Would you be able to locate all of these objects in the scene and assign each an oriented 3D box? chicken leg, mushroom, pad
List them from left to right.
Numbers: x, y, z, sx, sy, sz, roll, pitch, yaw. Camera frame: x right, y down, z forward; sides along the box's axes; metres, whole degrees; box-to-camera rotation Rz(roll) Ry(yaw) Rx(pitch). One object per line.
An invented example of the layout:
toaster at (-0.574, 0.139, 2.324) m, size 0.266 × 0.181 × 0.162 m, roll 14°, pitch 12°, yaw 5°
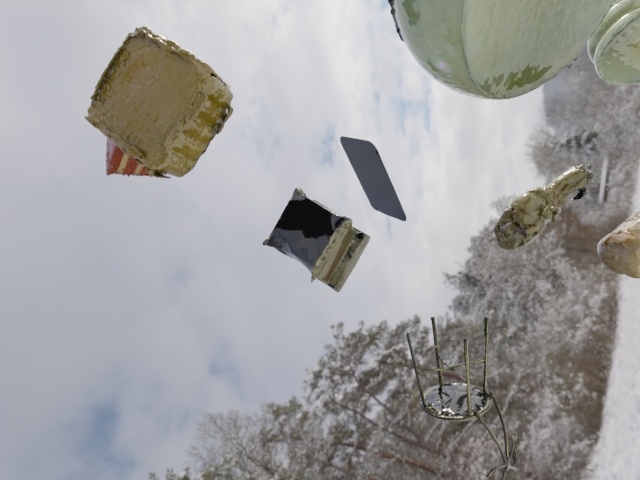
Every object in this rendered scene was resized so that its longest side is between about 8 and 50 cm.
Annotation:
pad at (0.147, -0.172, 1.335) m, size 0.004 × 0.181 × 0.267 m, roll -39°, pitch -59°, yaw -15°
chicken leg at (0.427, -0.068, 0.906) m, size 0.103 × 0.227 × 0.088 m, roll 30°, pitch -157°, yaw -55°
mushroom at (0.604, -0.058, 0.796) m, size 0.351 × 0.123 × 0.095 m, roll -34°, pitch -83°, yaw -16°

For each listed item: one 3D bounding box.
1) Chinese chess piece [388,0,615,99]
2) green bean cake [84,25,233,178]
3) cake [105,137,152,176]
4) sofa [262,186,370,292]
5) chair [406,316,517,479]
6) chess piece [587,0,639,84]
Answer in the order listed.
Chinese chess piece at (0.252, -0.359, 0.607) m, size 0.349 × 0.146 × 0.349 m, roll -24°, pitch -40°, yaw -22°
green bean cake at (-0.306, -0.259, 0.920) m, size 0.230 × 0.224 × 0.131 m, roll -56°, pitch -13°, yaw 8°
cake at (-0.437, -0.246, 1.196) m, size 0.158 × 0.159 × 0.262 m, roll -3°, pitch -56°, yaw -35°
sofa at (0.000, 0.000, 1.336) m, size 0.182 × 0.258 × 0.200 m, roll 23°, pitch -82°, yaw -51°
chair at (0.288, 0.331, 0.982) m, size 0.159 × 0.170 × 0.326 m, roll -18°, pitch -79°, yaw -52°
chess piece at (0.502, -0.394, 0.821) m, size 0.133 × 0.133 × 0.243 m, roll 56°, pitch -155°, yaw -49°
